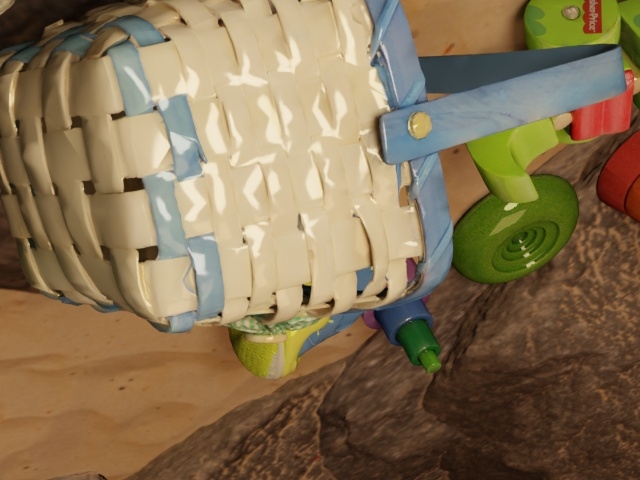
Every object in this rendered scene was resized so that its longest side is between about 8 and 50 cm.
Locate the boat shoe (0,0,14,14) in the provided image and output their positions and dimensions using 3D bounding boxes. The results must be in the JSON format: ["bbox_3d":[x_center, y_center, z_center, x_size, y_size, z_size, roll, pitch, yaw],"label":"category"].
[{"bbox_3d":[-0.144,-0.136,0.486,0.341,0.158,0.127,-57,177,34],"label":"boat shoe"}]

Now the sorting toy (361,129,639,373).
[{"bbox_3d":[0.215,0.019,0.977,0.365,0.126,0.127,-23,145,-7],"label":"sorting toy"}]

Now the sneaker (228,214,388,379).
[{"bbox_3d":[0.000,0.000,0.865,0.126,0.091,0.240,-25,149,-36],"label":"sneaker"}]

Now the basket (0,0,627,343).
[{"bbox_3d":[-0.018,-0.061,0.610,0.289,0.254,0.201,-24,106,-29],"label":"basket"}]

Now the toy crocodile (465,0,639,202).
[{"bbox_3d":[0.253,-0.140,0.817,0.340,0.105,0.115,-24,145,-5],"label":"toy crocodile"}]
